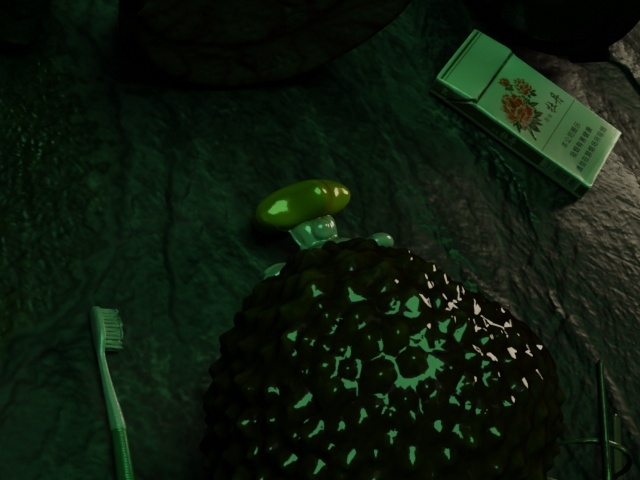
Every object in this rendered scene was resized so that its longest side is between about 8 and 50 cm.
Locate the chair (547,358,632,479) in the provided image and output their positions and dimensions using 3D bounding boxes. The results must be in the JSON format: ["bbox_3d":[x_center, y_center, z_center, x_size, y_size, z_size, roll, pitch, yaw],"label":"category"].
[{"bbox_3d":[0.222,0.220,0.963,0.095,0.104,0.222,30,44,-25],"label":"chair"}]

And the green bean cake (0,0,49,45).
[{"bbox_3d":[-0.323,-0.277,1.065,0.184,0.094,0.184,15,52,-14],"label":"green bean cake"}]

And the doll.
[{"bbox_3d":[0.006,-0.002,1.041,0.135,0.071,0.113,8,61,-26],"label":"doll"}]

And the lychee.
[{"bbox_3d":[0.036,0.135,0.845,0.267,0.267,0.268,12,52,-17],"label":"lychee"}]

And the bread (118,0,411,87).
[{"bbox_3d":[-0.041,-0.267,1.027,0.295,0.328,0.114,-15,68,-9],"label":"bread"}]

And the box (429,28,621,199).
[{"bbox_3d":[0.220,-0.137,1.259,0.198,0.029,0.109,36,49,2],"label":"box"}]

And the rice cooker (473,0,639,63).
[{"bbox_3d":[0.284,-0.338,1.301,0.227,0.241,0.281,-38,122,-43],"label":"rice cooker"}]

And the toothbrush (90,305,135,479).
[{"bbox_3d":[-0.148,0.161,0.879,0.024,0.018,0.257,7,53,-29],"label":"toothbrush"}]
